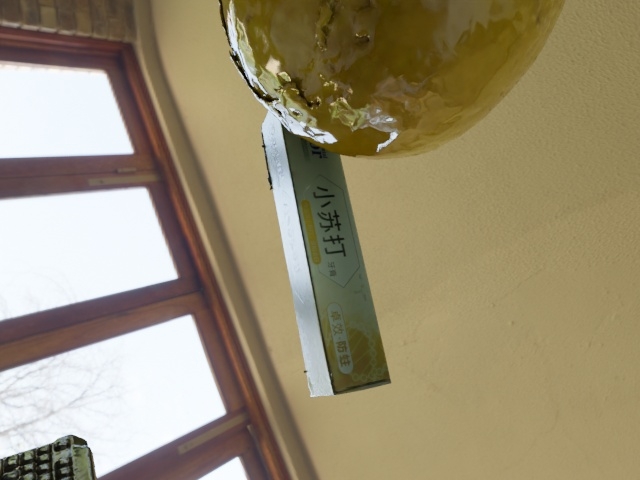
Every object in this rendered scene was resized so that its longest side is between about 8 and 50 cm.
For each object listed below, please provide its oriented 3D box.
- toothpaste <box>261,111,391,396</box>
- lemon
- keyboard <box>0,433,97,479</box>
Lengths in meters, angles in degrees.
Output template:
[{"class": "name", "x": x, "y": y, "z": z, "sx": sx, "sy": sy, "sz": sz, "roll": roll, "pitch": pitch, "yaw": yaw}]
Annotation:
[{"class": "toothpaste", "x": 0.000, "y": 0.000, "z": 0.552, "sx": 0.089, "sy": 0.070, "sz": 0.313, "roll": 135, "pitch": -54, "yaw": -67}, {"class": "lemon", "x": 0.054, "y": -0.215, "z": 0.429, "sx": 0.297, "sy": 0.297, "sz": 0.297, "roll": 10, "pitch": -75, "yaw": 40}, {"class": "keyboard", "x": -0.180, "y": 0.213, "z": 0.313, "sx": 0.262, "sy": 0.106, "sz": 0.016, "roll": 36, "pitch": -49, "yaw": 56}]
